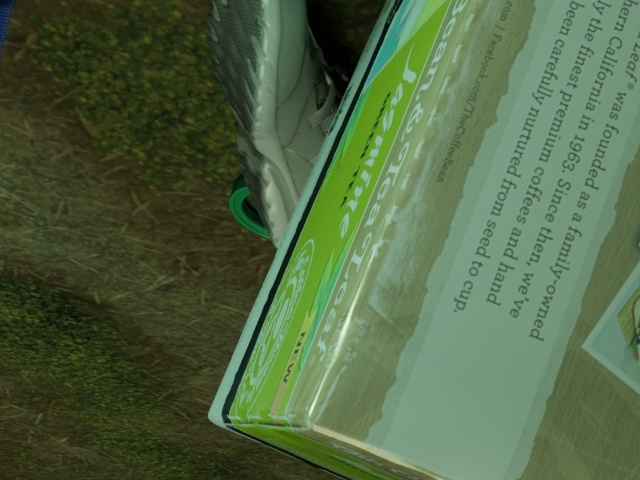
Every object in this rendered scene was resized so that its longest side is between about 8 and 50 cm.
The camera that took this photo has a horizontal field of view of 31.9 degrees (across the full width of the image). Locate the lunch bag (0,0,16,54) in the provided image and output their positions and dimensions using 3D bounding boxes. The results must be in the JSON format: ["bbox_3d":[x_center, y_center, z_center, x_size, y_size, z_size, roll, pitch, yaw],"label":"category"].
[{"bbox_3d":[-0.407,-0.234,0.639,0.328,0.238,0.385,-4,154,27],"label":"lunch bag"}]

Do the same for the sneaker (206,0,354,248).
[{"bbox_3d":[-0.014,-0.115,0.879,0.115,0.105,0.281,-22,146,-11],"label":"sneaker"}]

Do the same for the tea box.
[{"bbox_3d":[0.116,-0.013,0.597,0.220,0.329,0.323,24,166,-8],"label":"tea box"}]

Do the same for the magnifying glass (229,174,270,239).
[{"bbox_3d":[0.000,0.000,1.112,0.092,0.026,0.231,-14,140,36],"label":"magnifying glass"}]
